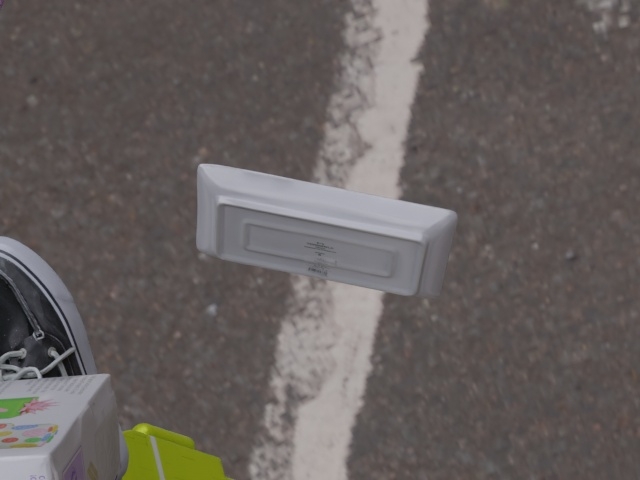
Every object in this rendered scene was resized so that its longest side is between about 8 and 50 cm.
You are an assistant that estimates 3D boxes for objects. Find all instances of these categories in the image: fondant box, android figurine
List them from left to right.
[{"bbox_3d":[-0.349,0.192,1.214,0.330,0.096,0.238,-5,9,4],"label":"fondant box"},{"bbox_3d":[-0.190,0.340,1.917,0.056,0.273,0.248,-45,45,25],"label":"android figurine"}]

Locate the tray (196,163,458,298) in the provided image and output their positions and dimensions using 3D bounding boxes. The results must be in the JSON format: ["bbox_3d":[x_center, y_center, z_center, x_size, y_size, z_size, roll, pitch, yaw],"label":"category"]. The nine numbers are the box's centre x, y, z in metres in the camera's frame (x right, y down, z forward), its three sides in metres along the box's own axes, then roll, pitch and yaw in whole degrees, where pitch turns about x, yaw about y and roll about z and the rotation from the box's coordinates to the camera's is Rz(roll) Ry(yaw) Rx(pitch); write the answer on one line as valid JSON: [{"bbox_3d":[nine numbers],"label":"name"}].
[{"bbox_3d":[0.000,0.000,1.544,0.270,0.145,0.030,11,52,4],"label":"tray"}]

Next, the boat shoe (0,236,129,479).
[{"bbox_3d":[-0.314,0.147,1.601,0.113,0.306,0.105,-15,9,26],"label":"boat shoe"}]

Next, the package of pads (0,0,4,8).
[{"bbox_3d":[-0.289,-0.224,1.286,0.050,0.032,0.083,-51,28,30],"label":"package of pads"}]
